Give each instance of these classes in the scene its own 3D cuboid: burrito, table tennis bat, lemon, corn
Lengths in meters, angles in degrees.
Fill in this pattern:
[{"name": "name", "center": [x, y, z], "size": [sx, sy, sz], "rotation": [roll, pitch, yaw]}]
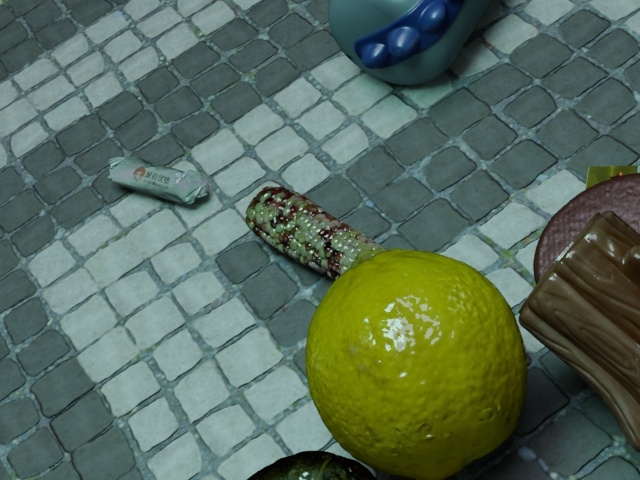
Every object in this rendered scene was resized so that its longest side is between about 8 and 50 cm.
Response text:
[{"name": "burrito", "center": [-0.267, -0.101, 2.016], "size": [0.203, 0.064, 0.064], "rotation": [14, 58, 34]}, {"name": "table tennis bat", "center": [0.485, 0.019, 1.582], "size": [0.414, 0.051, 0.268], "rotation": [-6, 58, 16]}, {"name": "lemon", "center": [0.118, 0.149, 1.473], "size": [0.293, 0.293, 0.293], "rotation": [-12, 47, 13]}, {"name": "corn", "center": [0.000, 0.000, 1.790], "size": [0.280, 0.092, 0.092], "rotation": [30, 67, 37]}]

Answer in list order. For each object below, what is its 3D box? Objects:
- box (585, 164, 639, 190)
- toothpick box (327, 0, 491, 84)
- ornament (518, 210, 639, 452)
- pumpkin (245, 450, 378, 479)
[{"name": "box", "center": [0.414, -0.050, 1.703], "size": [0.090, 0.023, 0.133], "rotation": [0, 51, 21]}, {"name": "toothpick box", "center": [0.163, -0.411, 1.972], "size": [0.263, 0.263, 0.355], "rotation": [14, 59, 32]}, {"name": "ornament", "center": [0.363, 0.093, 1.415], "size": [0.217, 0.221, 0.235], "rotation": [39, 63, 13]}, {"name": "pumpkin", "center": [-0.018, 0.361, 1.435], "size": [0.237, 0.159, 0.238], "rotation": [-10, 45, 10]}]
